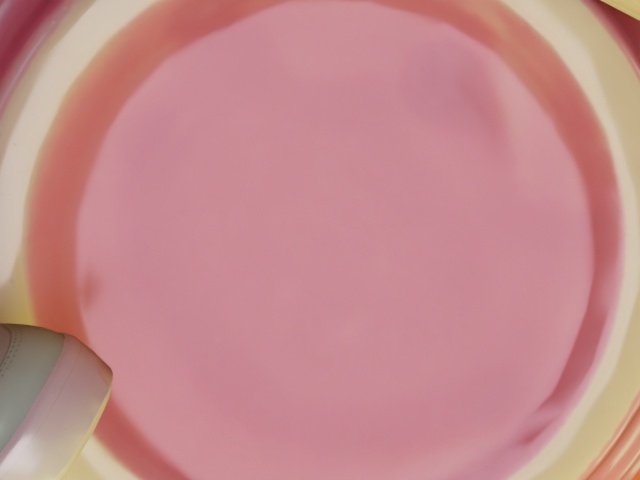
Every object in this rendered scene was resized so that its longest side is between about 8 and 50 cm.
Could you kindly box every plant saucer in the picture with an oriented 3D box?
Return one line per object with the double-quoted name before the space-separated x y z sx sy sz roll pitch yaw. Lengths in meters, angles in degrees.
"plant saucer" 0.000 0.000 0.514 0.332 0.084 0.332 -1 100 -5

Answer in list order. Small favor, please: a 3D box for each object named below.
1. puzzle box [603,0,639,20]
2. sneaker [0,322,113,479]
"puzzle box" 0.222 -0.170 0.479 0.409 0.052 0.272 25 79 -9
"sneaker" -0.195 0.040 0.429 0.256 0.094 0.151 -12 126 32
